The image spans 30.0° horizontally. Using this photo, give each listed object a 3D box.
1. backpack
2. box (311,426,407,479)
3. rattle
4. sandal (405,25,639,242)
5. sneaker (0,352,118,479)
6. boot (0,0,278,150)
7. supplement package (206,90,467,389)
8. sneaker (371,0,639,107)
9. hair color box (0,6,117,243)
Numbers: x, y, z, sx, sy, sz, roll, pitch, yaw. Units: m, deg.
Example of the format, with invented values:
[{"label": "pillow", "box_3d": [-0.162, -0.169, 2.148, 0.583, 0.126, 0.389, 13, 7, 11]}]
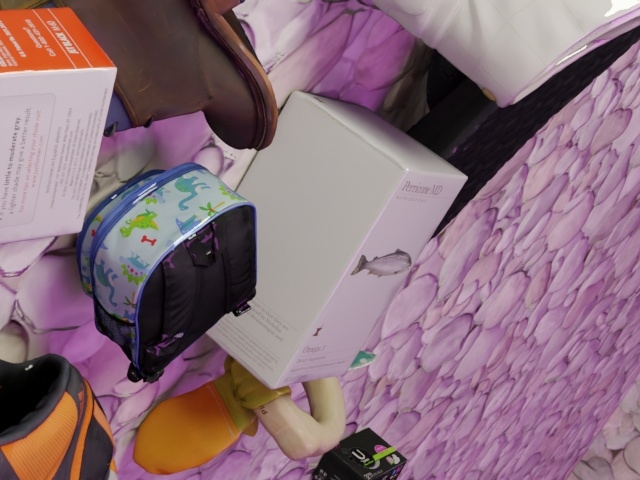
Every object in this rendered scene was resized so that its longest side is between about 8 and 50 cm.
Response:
[{"label": "backpack", "box_3d": [-0.093, 0.008, 0.712, 0.105, 0.084, 0.114, -38, 157, -29]}, {"label": "box", "box_3d": [0.043, 0.253, 1.316, 0.083, 0.062, 0.052, -14, 135, -54]}, {"label": "rattle", "box_3d": [-0.045, 0.122, 0.980, 0.142, 0.130, 0.199, -49, -175, 20]}, {"label": "sandal", "box_3d": [0.141, -0.151, 0.909, 0.446, 0.107, 0.167, -45, 160, 17]}, {"label": "sneaker", "box_3d": [-0.248, 0.176, 0.659, 0.321, 0.125, 0.180, -49, 154, -33]}, {"label": "boot", "box_3d": [-0.089, -0.095, 0.621, 0.106, 0.082, 0.219, -26, 155, -5]}, {"label": "supplement package", "box_3d": [0.000, 0.000, 0.839, 0.105, 0.105, 0.179, 1, 124, -60]}, {"label": "sneaker", "box_3d": [0.168, -0.214, 0.728, 0.292, 0.169, 0.108, -47, 176, -1]}, {"label": "hair color box", "box_3d": [-0.176, -0.042, 0.490, 0.167, 0.053, 0.093, -10, 136, -37]}]
